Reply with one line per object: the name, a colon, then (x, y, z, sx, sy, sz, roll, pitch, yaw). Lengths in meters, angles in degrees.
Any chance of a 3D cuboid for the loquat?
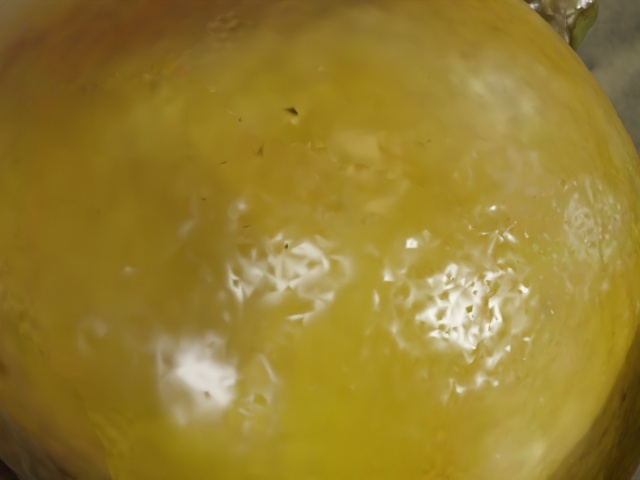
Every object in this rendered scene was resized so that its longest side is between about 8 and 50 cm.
loquat: (0.000, 0.000, 0.595, 0.359, 0.328, 0.328, -48, 128, -21)
